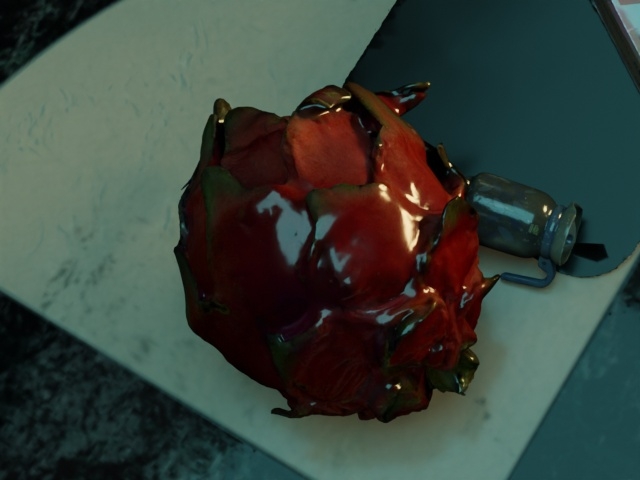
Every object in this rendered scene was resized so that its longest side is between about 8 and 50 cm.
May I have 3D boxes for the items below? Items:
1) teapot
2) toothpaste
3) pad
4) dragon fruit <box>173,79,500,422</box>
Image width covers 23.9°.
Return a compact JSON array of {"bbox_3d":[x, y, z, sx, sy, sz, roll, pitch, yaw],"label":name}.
[{"bbox_3d":[0.130,-0.007,1.026,0.083,0.049,0.063,20,84,17],"label":"teapot"},{"bbox_3d":[0.230,-0.128,1.027,0.047,0.040,0.196,-25,75,7],"label":"toothpaste"},{"bbox_3d":[0.176,-0.191,1.103,0.315,0.063,0.375,34,90,17],"label":"pad"},{"bbox_3d":[0.000,0.000,0.978,0.193,0.192,0.274,-24,66,-40],"label":"dragon fruit"}]
